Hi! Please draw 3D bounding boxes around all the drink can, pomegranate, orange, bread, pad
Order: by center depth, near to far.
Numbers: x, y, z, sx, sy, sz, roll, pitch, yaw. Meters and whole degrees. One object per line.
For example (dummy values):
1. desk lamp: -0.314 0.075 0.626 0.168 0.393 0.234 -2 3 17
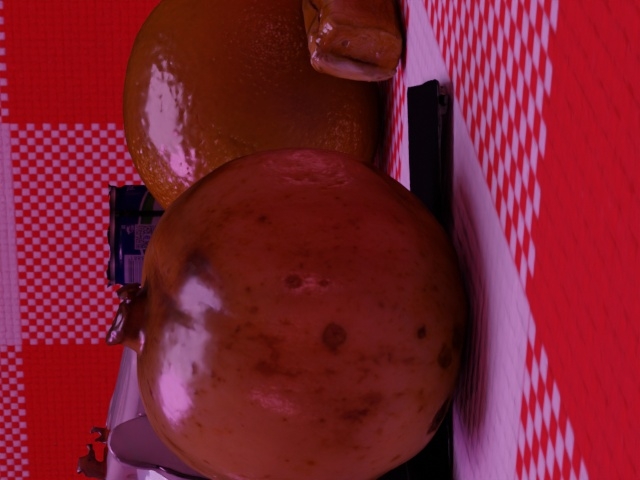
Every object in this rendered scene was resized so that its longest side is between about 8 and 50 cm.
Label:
1. pomegranate: -0.021 0.046 1.078 0.215 0.215 0.215 180 90 -86
2. pad: 0.074 0.027 1.201 0.159 0.009 0.265 -144 52 -84
3. bread: 0.025 -0.170 1.397 0.132 0.074 0.053 -100 21 -55
4. orange: -0.057 -0.108 1.511 0.236 0.236 0.236 180 90 -86
5. drink can: -0.076 -0.004 1.645 0.097 0.235 0.097 179 90 -86

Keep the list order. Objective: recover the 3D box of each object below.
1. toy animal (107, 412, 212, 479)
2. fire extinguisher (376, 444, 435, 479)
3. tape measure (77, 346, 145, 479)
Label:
1. toy animal: -0.064 0.186 1.645 0.249 0.174 0.289 -47 -11 2
2. fire extinguisher: 0.033 0.158 1.175 0.114 0.095 0.311 -48 28 24
3. tape measure: -0.105 0.155 1.887 0.130 0.265 0.258 -98 18 -44
